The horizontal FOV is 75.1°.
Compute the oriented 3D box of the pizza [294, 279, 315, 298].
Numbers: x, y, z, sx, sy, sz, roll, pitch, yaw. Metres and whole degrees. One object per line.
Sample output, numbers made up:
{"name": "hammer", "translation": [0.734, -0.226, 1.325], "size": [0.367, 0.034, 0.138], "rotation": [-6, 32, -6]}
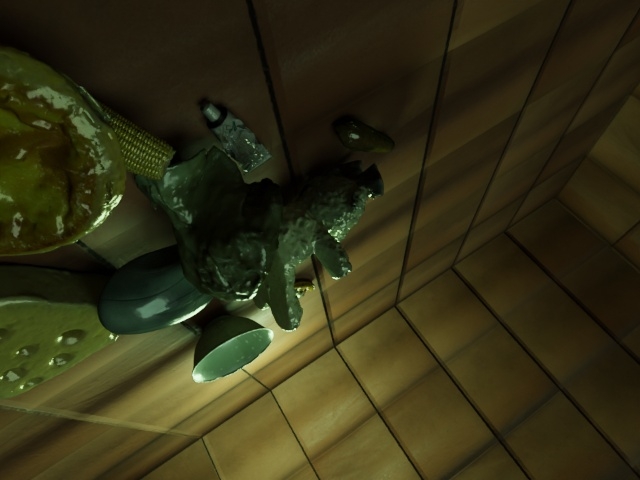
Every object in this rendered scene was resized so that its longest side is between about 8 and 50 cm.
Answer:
{"name": "pizza", "translation": [-0.116, 0.219, 1.668], "size": [0.176, 0.036, 0.184], "rotation": [-42, 153, 11]}

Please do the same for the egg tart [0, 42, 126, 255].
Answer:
{"name": "egg tart", "translation": [-0.441, -0.118, 0.567], "size": [0.340, 0.132, 0.342], "rotation": [-13, 139, -12]}

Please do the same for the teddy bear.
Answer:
{"name": "teddy bear", "translation": [0.000, 0.000, 1.142], "size": [0.361, 0.327, 0.376], "rotation": [-19, 120, -32]}

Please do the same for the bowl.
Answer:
{"name": "bowl", "translation": [-0.339, 0.359, 1.497], "size": [0.313, 0.146, 0.314], "rotation": [-29, 152, -18]}

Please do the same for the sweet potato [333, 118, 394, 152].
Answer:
{"name": "sweet potato", "translation": [0.137, -0.275, 1.135], "size": [0.273, 0.075, 0.075], "rotation": [-3, 138, -50]}

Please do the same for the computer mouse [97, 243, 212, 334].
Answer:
{"name": "computer mouse", "translation": [-0.342, 0.106, 1.012], "size": [0.370, 0.121, 0.189], "rotation": [-36, 140, -49]}

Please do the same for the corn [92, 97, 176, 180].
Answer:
{"name": "corn", "translation": [-0.323, -0.162, 0.677], "size": [0.165, 0.063, 0.085], "rotation": [27, 100, -16]}

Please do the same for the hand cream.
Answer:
{"name": "hand cream", "translation": [-0.174, -0.212, 0.888], "size": [0.084, 0.050, 0.257], "rotation": [-40, 157, 0]}

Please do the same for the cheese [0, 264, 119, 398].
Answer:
{"name": "cheese", "translation": [-0.635, 0.217, 0.947], "size": [0.383, 0.104, 0.384], "rotation": [-30, 152, -17]}

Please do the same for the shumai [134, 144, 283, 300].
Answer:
{"name": "shumai", "translation": [-0.251, -0.031, 0.874], "size": [0.288, 0.292, 0.330], "rotation": [15, 139, -23]}
